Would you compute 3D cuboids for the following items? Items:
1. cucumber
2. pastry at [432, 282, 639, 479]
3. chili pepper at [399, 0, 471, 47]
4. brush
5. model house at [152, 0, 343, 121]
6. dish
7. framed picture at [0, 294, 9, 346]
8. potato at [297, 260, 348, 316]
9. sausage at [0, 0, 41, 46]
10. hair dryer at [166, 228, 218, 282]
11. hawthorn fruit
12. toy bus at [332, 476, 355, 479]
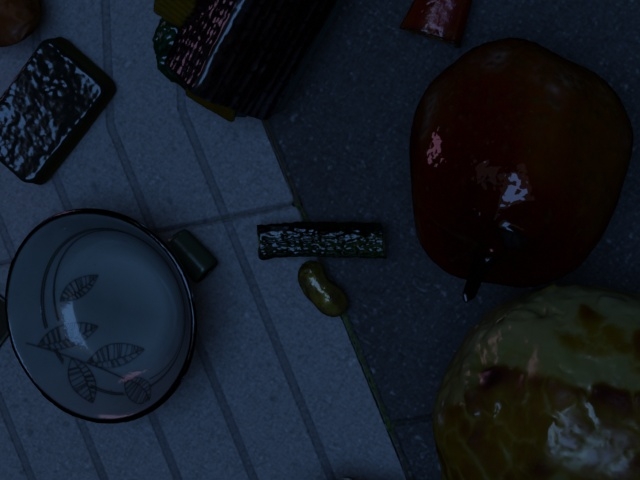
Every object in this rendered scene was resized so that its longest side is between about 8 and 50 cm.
[{"bbox_3d":[0.000,0.000,1.923,0.187,0.058,0.058,0,95,11],"label":"cucumber"},{"bbox_3d":[0.324,0.247,1.725,0.389,0.312,0.388,3,115,7],"label":"pastry"},{"bbox_3d":[0.170,-0.353,1.856,0.088,0.065,0.168,15,93,-5],"label":"chili pepper"},{"bbox_3d":[-0.400,-0.186,1.991,0.123,0.059,0.197,41,102,4],"label":"brush"},{"bbox_3d":[-0.119,-0.306,1.823,0.230,0.249,0.280,30,100,9],"label":"model house"},{"bbox_3d":[-0.292,0.099,1.958,0.317,0.106,0.316,5,101,24],"label":"dish"},{"bbox_3d":[-0.528,0.135,2.074,0.109,0.011,0.149,39,101,6],"label":"framed picture"},{"bbox_3d":[0.000,0.069,1.936,0.092,0.046,0.045,50,60,-3],"label":"potato"},{"bbox_3d":[-0.517,-0.363,1.969,0.258,0.133,0.133,27,100,5],"label":"sausage"},{"bbox_3d":[-0.218,0.057,1.990,0.071,0.047,0.150,46,113,9],"label":"hair dryer"},{"bbox_3d":[0.230,-0.068,1.719,0.285,0.284,0.369,20,58,10],"label":"hawthorn fruit"},{"bbox_3d":[0.063,0.450,1.895,0.288,0.194,0.232,10,85,12],"label":"toy bus"}]
